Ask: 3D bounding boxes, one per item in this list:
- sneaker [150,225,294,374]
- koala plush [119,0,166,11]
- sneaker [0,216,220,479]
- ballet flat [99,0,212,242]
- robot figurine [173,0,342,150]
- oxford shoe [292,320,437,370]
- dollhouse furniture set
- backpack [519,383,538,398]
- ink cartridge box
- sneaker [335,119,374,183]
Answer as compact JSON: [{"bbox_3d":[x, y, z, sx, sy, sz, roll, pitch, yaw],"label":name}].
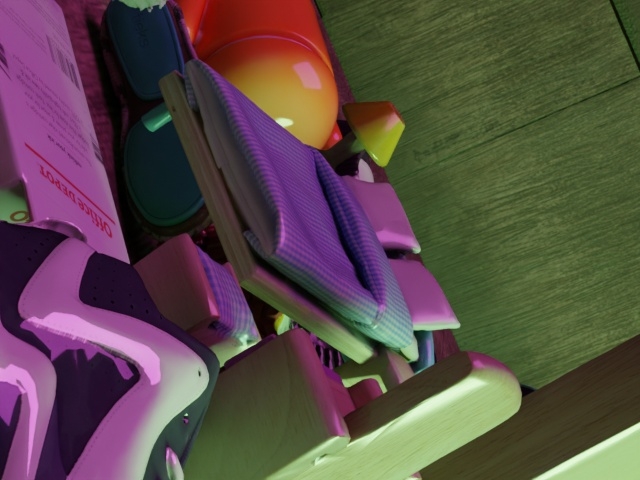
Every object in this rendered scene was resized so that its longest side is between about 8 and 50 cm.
[{"bbox_3d":[-0.051,0.076,0.828,0.225,0.088,0.093,-106,-168,-45],"label":"sneaker"},{"bbox_3d":[-0.130,-0.256,0.836,0.221,0.203,0.196,-84,152,-49],"label":"koala plush"},{"bbox_3d":[-0.070,0.091,0.449,0.235,0.094,0.153,59,29,8],"label":"sneaker"},{"bbox_3d":[-0.095,-0.072,0.921,0.079,0.076,0.222,70,0,-52],"label":"ballet flat"},{"bbox_3d":[-0.056,-0.137,1.142,0.219,0.128,0.158,-105,-176,-48],"label":"robot figurine"},{"bbox_3d":[-0.012,0.083,1.032,0.227,0.096,0.083,29,50,-48],"label":"oxford shoe"},{"bbox_3d":[0.043,-0.014,0.671,0.286,0.198,0.303,40,22,-55],"label":"dollhouse furniture set"},{"bbox_3d":[0.098,0.190,1.043,0.166,0.188,0.144,-94,160,-68],"label":"backpack"},{"bbox_3d":[-0.135,-0.038,0.586,0.104,0.060,0.180,52,17,-63],"label":"ink cartridge box"},{"bbox_3d":[0.000,0.000,1.258,0.330,0.122,0.146,-100,-177,-61],"label":"sneaker"}]
